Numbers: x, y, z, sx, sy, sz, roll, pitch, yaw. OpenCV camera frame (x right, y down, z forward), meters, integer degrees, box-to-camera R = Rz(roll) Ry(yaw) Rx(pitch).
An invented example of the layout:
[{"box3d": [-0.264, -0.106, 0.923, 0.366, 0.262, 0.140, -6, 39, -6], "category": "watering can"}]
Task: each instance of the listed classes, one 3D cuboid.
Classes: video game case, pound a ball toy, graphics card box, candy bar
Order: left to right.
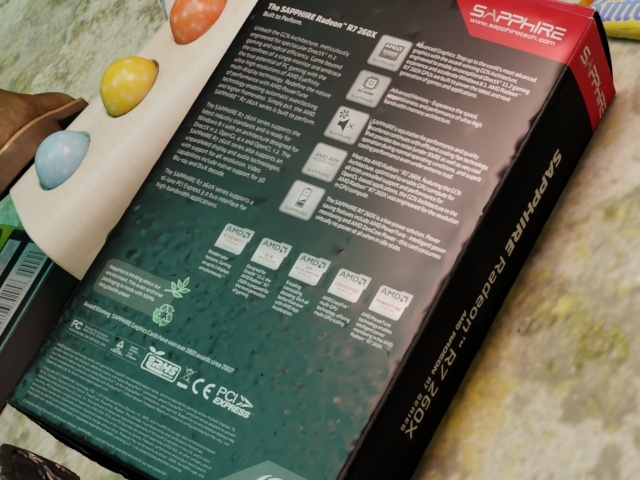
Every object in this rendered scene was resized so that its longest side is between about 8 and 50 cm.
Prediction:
[{"box3d": [-0.344, 0.107, 1.251, 0.248, 0.035, 0.275, 8, 64, 51], "category": "video game case"}, {"box3d": [-0.091, -0.097, 1.076, 0.319, 0.136, 0.208, -46, 34, 5], "category": "pound a ball toy"}, {"box3d": [0.000, 0.000, 0.856, 0.233, 0.094, 0.371, 20, 71, 29], "category": "graphics card box"}, {"box3d": [0.223, -0.142, 0.875, 0.161, 0.018, 0.040, 19, 71, 53], "category": "candy bar"}]

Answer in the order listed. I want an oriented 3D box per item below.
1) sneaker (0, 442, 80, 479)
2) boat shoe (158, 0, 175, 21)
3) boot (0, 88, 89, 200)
[{"box3d": [-0.186, 0.249, 0.899, 0.108, 0.100, 0.271, -56, 28, 11], "category": "sneaker"}, {"box3d": [-0.130, -0.250, 1.333, 0.063, 0.066, 0.184, -42, 35, 35], "category": "boat shoe"}, {"box3d": [-0.294, -0.115, 1.267, 0.112, 0.115, 0.305, -50, 7, 5], "category": "boot"}]
